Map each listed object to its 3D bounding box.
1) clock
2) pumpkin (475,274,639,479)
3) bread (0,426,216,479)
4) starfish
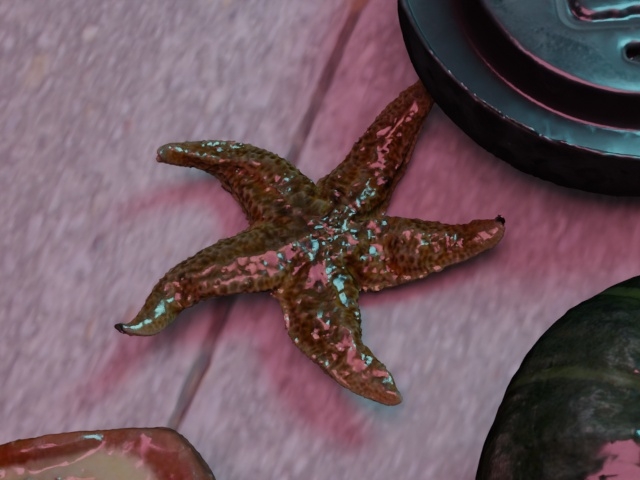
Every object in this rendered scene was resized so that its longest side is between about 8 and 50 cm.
[{"bbox_3d":[0.201,-0.171,1.029,0.312,0.061,0.313,0,63,0],"label":"clock"},{"bbox_3d":[0.226,0.156,0.833,0.300,0.207,0.300,1,53,-2],"label":"pumpkin"},{"bbox_3d":[-0.132,0.221,0.911,0.190,0.123,0.244,-14,67,2],"label":"bread"},{"bbox_3d":[0.000,0.000,1.014,0.277,0.062,0.236,-37,65,-15],"label":"starfish"}]
